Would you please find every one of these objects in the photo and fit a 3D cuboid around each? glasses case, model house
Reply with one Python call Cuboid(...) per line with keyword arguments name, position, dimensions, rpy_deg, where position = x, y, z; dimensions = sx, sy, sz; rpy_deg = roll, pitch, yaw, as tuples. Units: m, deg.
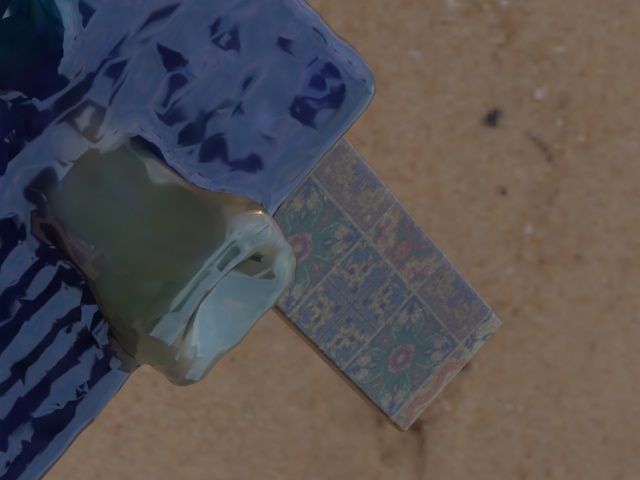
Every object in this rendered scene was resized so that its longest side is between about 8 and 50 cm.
Cuboid(name="glasses case", position=(0.000, 0.000, 0.842), dimensions=(0.075, 0.049, 0.218), rpy_deg=(-47, 136, -4))
Cuboid(name="model house", position=(-0.148, -0.061, 0.482), dimensions=(0.245, 0.280, 0.312), rpy_deg=(-48, 161, -8))
